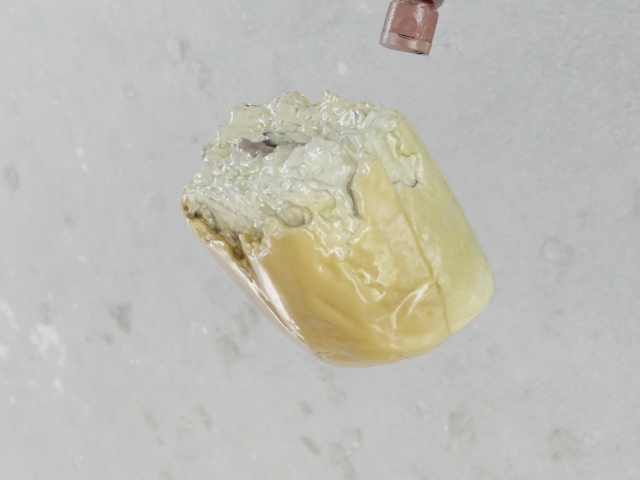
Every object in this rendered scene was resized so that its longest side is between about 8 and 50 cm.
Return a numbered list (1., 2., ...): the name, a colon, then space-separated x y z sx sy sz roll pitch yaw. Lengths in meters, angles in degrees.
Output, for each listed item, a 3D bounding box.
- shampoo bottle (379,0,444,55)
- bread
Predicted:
1. shampoo bottle: 0.126 -0.341 1.032 0.064 0.102 0.260 14 97 -2
2. bread: 0.000 -0.001 0.371 0.125 0.082 0.106 8 130 57
